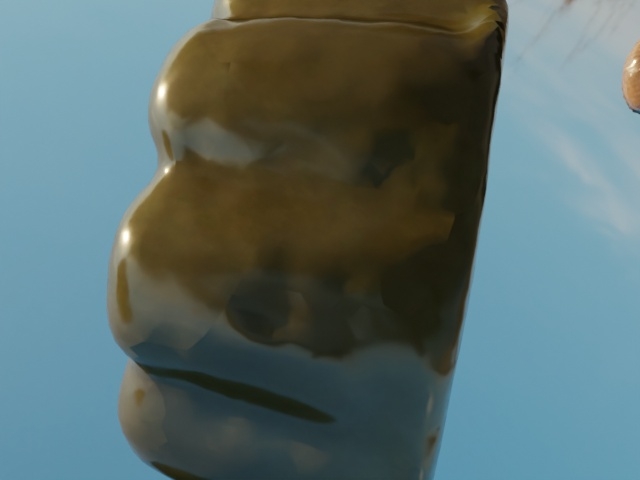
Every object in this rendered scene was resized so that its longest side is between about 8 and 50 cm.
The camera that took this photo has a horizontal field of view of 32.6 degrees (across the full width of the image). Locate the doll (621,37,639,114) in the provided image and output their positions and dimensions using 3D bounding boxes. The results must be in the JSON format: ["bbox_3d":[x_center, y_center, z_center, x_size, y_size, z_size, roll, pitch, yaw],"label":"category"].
[{"bbox_3d":[0.321,-0.140,0.768,0.201,0.304,0.156,-1,172,-1],"label":"doll"}]

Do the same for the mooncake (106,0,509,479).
[{"bbox_3d":[0.000,0.000,0.738,0.200,0.379,0.378,11,-150,5],"label":"mooncake"}]
